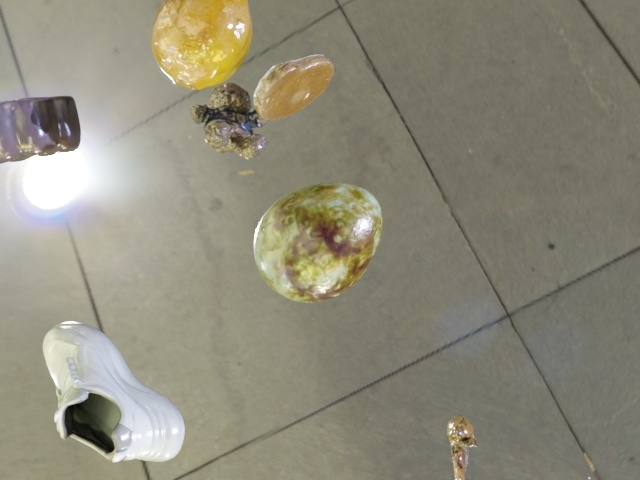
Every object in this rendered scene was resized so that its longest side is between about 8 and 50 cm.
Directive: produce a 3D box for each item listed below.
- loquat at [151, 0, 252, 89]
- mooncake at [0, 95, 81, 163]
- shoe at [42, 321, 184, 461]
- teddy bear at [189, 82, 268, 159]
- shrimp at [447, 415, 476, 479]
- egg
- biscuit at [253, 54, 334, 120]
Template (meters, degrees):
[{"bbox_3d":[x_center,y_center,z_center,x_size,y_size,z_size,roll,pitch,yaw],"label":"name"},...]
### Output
[{"bbox_3d":[-0.222,-0.399,1.489,0.187,0.176,0.234,24,90,5],"label":"loquat"},{"bbox_3d":[-0.762,-0.279,2.001,0.306,0.306,0.154,-9,99,16],"label":"mooncake"},{"bbox_3d":[-0.365,0.244,1.229,0.316,0.159,0.124,30,107,25],"label":"shoe"},{"bbox_3d":[-0.216,-0.267,1.839,0.251,0.182,0.129,-96,29,-45],"label":"teddy bear"},{"bbox_3d":[0.264,0.389,1.462,0.052,0.187,0.132,-8,69,8],"label":"shrimp"},{"bbox_3d":[0.000,0.000,1.648,0.290,0.238,0.238,-31,67,11],"label":"egg"},{"bbox_3d":[-0.064,-0.344,1.748,0.208,0.181,0.049,-27,73,-37],"label":"biscuit"}]
